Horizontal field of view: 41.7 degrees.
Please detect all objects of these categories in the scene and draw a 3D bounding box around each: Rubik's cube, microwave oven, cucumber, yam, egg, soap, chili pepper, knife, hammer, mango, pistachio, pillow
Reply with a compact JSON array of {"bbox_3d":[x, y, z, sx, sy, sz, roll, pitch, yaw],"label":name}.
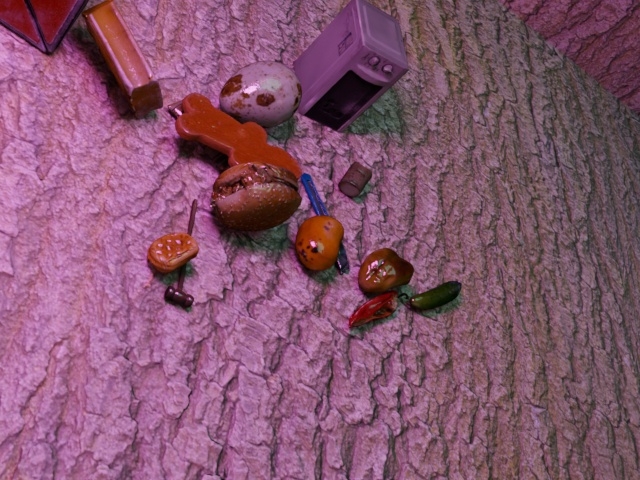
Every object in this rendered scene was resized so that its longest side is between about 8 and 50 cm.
[{"bbox_3d":[-0.599,-0.615,1.814,0.259,0.255,0.260,33,41,-22],"label":"Rubik's cube"},{"bbox_3d":[0.087,-0.483,2.342,0.181,0.295,0.237,21,47,-31],"label":"microwave oven"},{"bbox_3d":[0.319,0.147,2.253,0.250,0.056,0.056,-16,72,-46],"label":"cucumber"},{"bbox_3d":[0.099,-0.170,2.283,0.070,0.070,0.146,45,40,-7],"label":"yam"},{"bbox_3d":[-0.152,-0.366,2.122,0.231,0.169,0.169,-19,74,-38],"label":"egg"},{"bbox_3d":[-0.446,-0.419,1.881,0.080,0.160,0.257,-27,79,-12],"label":"soap"},{"bbox_3d":[0.139,0.167,2.072,0.051,0.059,0.268,25,29,33],"label":"chili pepper"},{"bbox_3d":[0.011,-0.047,2.134,0.044,0.026,0.296,-10,67,-35],"label":"knife"},{"bbox_3d":[-0.284,0.018,1.799,0.058,0.029,0.292,29,41,-27],"label":"hammer"},{"bbox_3d":[-0.003,-0.001,2.029,0.115,0.090,0.178,36,41,-15],"label":"mango"},{"bbox_3d":[0.169,0.072,2.131,0.189,0.100,0.110,-11,71,-46],"label":"pistachio"},{"bbox_3d":[-0.271,-0.264,2.025,0.203,0.038,0.113,50,41,1],"label":"pillow"}]

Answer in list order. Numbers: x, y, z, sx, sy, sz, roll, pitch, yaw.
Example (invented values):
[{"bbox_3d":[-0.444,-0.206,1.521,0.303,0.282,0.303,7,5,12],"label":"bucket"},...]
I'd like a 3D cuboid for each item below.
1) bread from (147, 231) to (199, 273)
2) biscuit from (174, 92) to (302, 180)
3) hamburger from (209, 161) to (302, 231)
[{"bbox_3d":[-0.305,0.023,1.733,0.083,0.044,0.111,34,45,25],"label":"bread"},{"bbox_3d":[-0.191,-0.221,1.976,0.324,0.049,0.205,25,35,-13],"label":"biscuit"},{"bbox_3d":[-0.139,-0.090,1.899,0.215,0.190,0.122,20,52,-53],"label":"hamburger"}]
